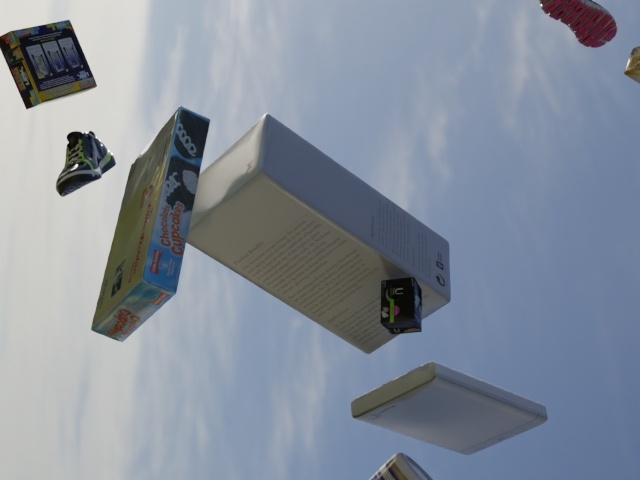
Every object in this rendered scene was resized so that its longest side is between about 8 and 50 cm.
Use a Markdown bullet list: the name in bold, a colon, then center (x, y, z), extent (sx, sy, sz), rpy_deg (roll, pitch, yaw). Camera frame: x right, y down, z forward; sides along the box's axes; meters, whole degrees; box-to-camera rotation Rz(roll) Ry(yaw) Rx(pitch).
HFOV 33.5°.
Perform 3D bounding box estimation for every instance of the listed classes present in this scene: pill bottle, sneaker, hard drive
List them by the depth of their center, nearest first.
- **sneaker**: center (0.383, -0.353, 1.603), extent (0.063, 0.170, 0.075), rpy_deg (-43, -139, 31)
- **sneaker**: center (-0.453, -0.151, 1.975), extent (0.097, 0.084, 0.235), rpy_deg (62, 8, -13)
- **pill bottle**: center (0.116, 0.562, 2.112), extent (0.264, 0.153, 0.153), rpy_deg (-45, -152, 2)
- **hard drive**: center (0.269, 0.354, 2.200), extent (0.233, 0.353, 0.047), rpy_deg (-33, -133, 36)

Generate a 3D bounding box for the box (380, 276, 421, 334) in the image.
- **box**: center (0.139, 0.113, 1.828), extent (0.052, 0.062, 0.083), rpy_deg (54, 33, -54)

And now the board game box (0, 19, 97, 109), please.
- **board game box**: center (-0.511, -0.333, 2.000), extent (0.048, 0.170, 0.141), rpy_deg (-15, -81, 30)

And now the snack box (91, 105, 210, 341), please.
- **snack box**: center (-0.255, -0.027, 1.611), extent (0.187, 0.060, 0.322), rpy_deg (-39, -145, 47)

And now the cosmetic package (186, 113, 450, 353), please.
- **cosmetic package**: center (0.000, 0.000, 1.929), extent (0.230, 0.453, 0.162), rpy_deg (-37, -148, 34)

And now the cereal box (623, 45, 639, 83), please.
- **cereal box**: center (0.525, -0.205, 1.336), extent (0.047, 0.173, 0.240), rpy_deg (-67, -160, -8)
